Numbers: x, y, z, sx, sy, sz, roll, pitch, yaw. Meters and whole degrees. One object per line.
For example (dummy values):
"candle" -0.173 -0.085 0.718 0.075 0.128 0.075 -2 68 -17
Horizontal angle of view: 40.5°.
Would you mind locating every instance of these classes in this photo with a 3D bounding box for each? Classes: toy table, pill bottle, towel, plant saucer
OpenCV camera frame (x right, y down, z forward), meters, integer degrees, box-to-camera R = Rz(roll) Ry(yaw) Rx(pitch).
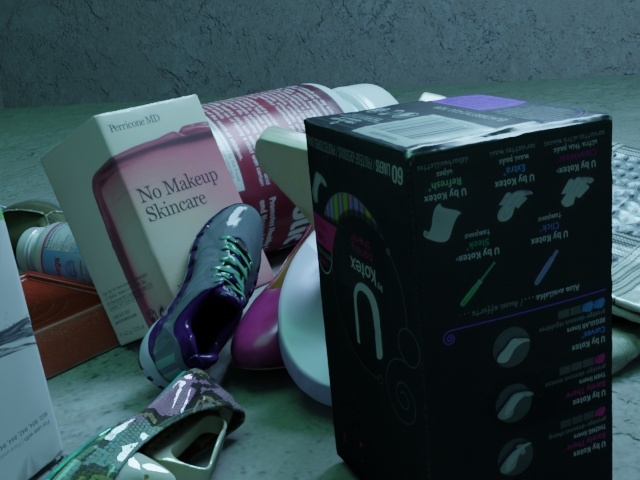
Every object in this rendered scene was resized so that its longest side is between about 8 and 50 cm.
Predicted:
"toy table" 0.061 -0.003 0.786 0.252 0.161 0.274 8 42 7
"pill bottle" -0.319 0.021 1.148 0.160 0.087 0.087 5 19 25
"pill bottle" -0.069 -0.099 1.234 0.392 0.224 0.224 -19 20 -34
"towel" 0.284 -0.017 0.918 0.324 0.056 0.312 -30 39 -26
"plant saucer" -0.357 0.098 0.990 0.259 0.048 0.258 8 22 38

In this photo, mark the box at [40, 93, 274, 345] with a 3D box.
"box" -0.178 -0.024 0.961 0.126 0.233 0.148 -22 1 44

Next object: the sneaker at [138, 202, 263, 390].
"sneaker" -0.090 0.046 0.853 0.098 0.083 0.224 -25 35 47

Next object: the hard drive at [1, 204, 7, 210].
"hard drive" -0.648 -0.051 1.434 0.318 0.040 0.210 4 -14 32

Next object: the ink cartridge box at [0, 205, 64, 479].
"ink cartridge box" -0.339 0.069 0.684 0.198 0.273 0.115 2 21 26

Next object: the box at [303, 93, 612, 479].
"box" 0.091 0.048 0.590 0.143 0.271 0.165 -12 18 -19

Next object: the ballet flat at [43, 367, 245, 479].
"ballet flat" -0.124 0.166 0.648 0.079 0.077 0.221 21 25 18

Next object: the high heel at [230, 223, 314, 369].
"high heel" 0.000 0.000 0.944 0.127 0.182 0.377 1 18 21

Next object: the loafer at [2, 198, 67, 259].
"loafer" -0.400 -0.007 1.273 0.251 0.095 0.087 2 14 26
